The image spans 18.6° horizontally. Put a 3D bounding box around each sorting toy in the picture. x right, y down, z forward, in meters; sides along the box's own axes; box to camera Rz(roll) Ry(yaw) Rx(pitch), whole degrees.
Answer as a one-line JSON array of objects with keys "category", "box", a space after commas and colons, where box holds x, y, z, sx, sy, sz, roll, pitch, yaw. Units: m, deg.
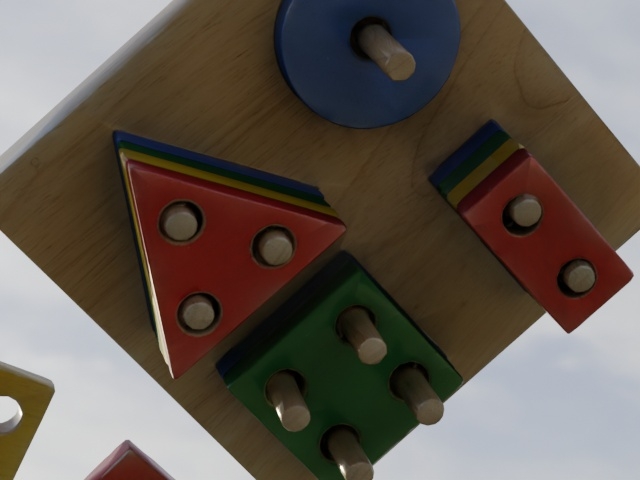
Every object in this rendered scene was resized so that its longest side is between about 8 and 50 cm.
[{"category": "sorting toy", "box": [0.000, 0.000, 0.493, 0.274, 0.046, 0.132, -41, -66, 3]}]
